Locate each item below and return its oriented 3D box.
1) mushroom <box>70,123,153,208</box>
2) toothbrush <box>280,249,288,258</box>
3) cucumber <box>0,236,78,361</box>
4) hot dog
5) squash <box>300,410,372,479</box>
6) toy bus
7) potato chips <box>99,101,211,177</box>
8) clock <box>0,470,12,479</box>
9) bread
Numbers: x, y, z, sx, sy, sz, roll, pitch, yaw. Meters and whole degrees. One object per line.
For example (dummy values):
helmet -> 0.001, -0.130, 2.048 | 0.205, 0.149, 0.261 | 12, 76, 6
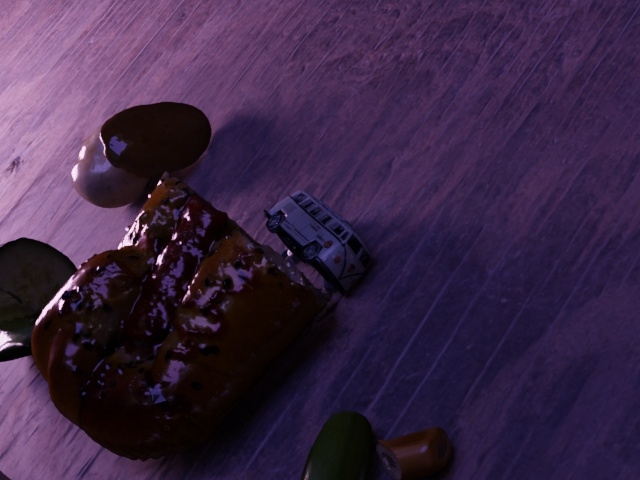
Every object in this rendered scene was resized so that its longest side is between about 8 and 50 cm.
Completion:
mushroom -> -0.359, -0.129, 2.409 | 0.154, 0.122, 0.154 | -3, 79, 15
toothbrush -> -0.104, 0.077, 2.037 | 0.167, 0.011, 0.014 | -49, 31, -11
cucumber -> -0.483, 0.088, 2.239 | 0.130, 0.191, 0.191 | -18, 41, 28
hot dog -> -0.223, 0.118, 1.928 | 0.365, 0.196, 0.367 | -52, 47, -5
squash -> 0.008, 0.317, 1.619 | 0.082, 0.082, 0.292 | -17, 42, 30
toy bus -> 0.000, 0.000, 1.962 | 0.089, 0.087, 0.194 | -41, 36, -6
potato chips -> -0.277, -0.183, 2.356 | 0.201, 0.049, 0.150 | -18, 58, -24
clock -> -0.541, 0.426, 2.016 | 0.230, 0.083, 0.230 | -26, 39, 23
bread -> 0.102, 0.256, 1.621 | 0.103, 0.049, 0.062 | -21, 12, 28
